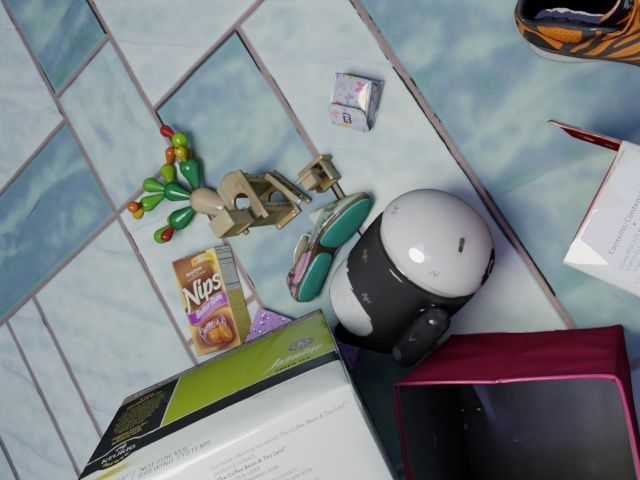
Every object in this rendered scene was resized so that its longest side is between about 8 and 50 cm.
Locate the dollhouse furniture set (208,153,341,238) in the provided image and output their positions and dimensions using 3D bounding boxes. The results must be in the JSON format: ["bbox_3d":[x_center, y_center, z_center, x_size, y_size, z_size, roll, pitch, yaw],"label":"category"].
[{"bbox_3d":[-0.085,-0.096,0.953,0.161,0.182,0.101,-38,78,25],"label":"dollhouse furniture set"}]

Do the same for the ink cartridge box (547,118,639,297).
[{"bbox_3d":[0.371,-0.022,0.653,0.271,0.309,0.130,27,107,23],"label":"ink cartridge box"}]

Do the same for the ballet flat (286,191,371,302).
[{"bbox_3d":[0.000,0.000,0.988,0.079,0.077,0.222,45,115,37],"label":"ballet flat"}]

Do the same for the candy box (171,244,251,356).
[{"bbox_3d":[-0.200,0.112,1.108,0.109,0.053,0.187,-18,85,28],"label":"candy box"}]

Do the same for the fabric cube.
[{"bbox_3d":[0.271,0.264,0.764,0.259,0.258,0.254,-9,90,28],"label":"fabric cube"}]

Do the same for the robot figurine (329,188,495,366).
[{"bbox_3d":[0.123,0.053,0.849,0.209,0.173,0.278,53,134,19],"label":"robot figurine"}]

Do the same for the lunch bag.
[{"bbox_3d":[0.053,-0.218,0.944,0.071,0.053,0.083,21,114,25],"label":"lunch bag"}]

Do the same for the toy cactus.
[{"bbox_3d":[-0.254,-0.089,1.098,0.180,0.112,0.219,18,95,15],"label":"toy cactus"}]

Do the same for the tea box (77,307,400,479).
[{"bbox_3d":[-0.088,0.279,0.748,0.329,0.323,0.220,-25,100,-1],"label":"tea box"}]

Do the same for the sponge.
[{"bbox_3d":[-0.036,0.201,1.020,0.210,0.031,0.117,15,77,26],"label":"sponge"}]

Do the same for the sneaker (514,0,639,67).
[{"bbox_3d":[0.386,-0.260,0.693,0.321,0.180,0.125,6,98,27],"label":"sneaker"}]
